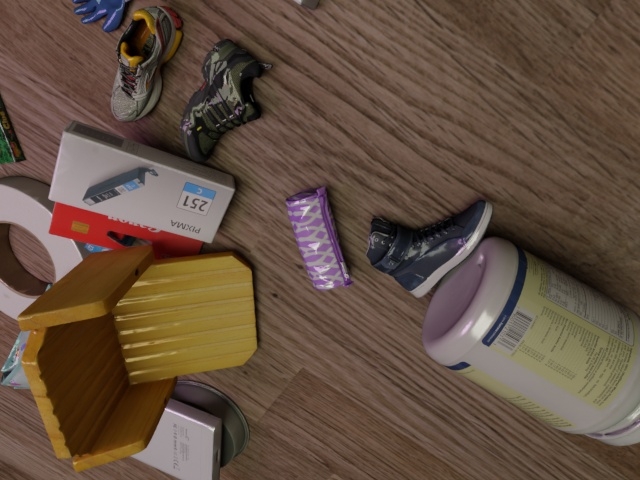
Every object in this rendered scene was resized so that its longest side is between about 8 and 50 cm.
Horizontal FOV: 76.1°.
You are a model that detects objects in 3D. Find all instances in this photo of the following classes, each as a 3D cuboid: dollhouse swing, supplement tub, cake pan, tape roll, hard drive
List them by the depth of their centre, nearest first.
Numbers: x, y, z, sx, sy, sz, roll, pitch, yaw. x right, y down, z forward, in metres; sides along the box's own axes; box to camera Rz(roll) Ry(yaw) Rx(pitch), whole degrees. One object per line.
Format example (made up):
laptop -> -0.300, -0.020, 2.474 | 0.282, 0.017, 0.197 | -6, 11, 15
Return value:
supplement tub -> 0.364, 0.164, 0.681 | 0.325, 0.235, 0.235 | 29, 117, 1
dollhouse swing -> -0.300, 0.214, 0.798 | 0.305, 0.315, 0.346 | 1, 114, 0
tape roll -> -0.714, 0.038, 1.002 | 0.392, 0.072, 0.391 | 6, 115, 12
hard drive -> -0.426, 0.504, 1.075 | 0.353, 0.047, 0.232 | 14, 113, 15
cake pan -> -0.342, 0.516, 1.120 | 0.293, 0.054, 0.293 | 6, 114, 13

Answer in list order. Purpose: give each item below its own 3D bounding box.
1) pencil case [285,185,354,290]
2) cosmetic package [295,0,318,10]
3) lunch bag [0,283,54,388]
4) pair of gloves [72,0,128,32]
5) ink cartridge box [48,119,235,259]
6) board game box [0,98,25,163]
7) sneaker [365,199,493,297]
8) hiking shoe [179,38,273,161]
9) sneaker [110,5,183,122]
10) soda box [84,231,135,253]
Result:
pencil case -> 0.000, 0.000, 0.787 | 0.088, 0.086, 0.206 | 5, 121, 51
cosmetic package -> -0.056, -0.574, 0.551 | 0.284, 0.097, 0.377 | 32, 117, 2
lunch bag -> -0.574, 0.255, 0.952 | 0.223, 0.160, 0.262 | 25, 113, -38
pair of gloves -> -0.392, -0.482, 0.721 | 0.159, 0.023, 0.198 | -7, 110, 19
ink cartridge box -> -0.353, -0.055, 0.797 | 0.296, 0.066, 0.261 | 17, 120, -26
board game box -> -0.756, -0.296, 0.894 | 0.136, 0.030, 0.259 | -3, 112, 14
sneaker -> 0.180, -0.014, 0.736 | 0.163, 0.086, 0.226 | 34, 118, -5
hiking shoe -> -0.171, -0.230, 0.735 | 0.114, 0.086, 0.226 | 30, 116, 4
sneaker -> -0.336, -0.316, 0.738 | 0.088, 0.092, 0.225 | 34, 117, -1
soda box -> -0.430, -0.048, 0.889 | 0.067, 0.071, 0.210 | 38, 116, -3
